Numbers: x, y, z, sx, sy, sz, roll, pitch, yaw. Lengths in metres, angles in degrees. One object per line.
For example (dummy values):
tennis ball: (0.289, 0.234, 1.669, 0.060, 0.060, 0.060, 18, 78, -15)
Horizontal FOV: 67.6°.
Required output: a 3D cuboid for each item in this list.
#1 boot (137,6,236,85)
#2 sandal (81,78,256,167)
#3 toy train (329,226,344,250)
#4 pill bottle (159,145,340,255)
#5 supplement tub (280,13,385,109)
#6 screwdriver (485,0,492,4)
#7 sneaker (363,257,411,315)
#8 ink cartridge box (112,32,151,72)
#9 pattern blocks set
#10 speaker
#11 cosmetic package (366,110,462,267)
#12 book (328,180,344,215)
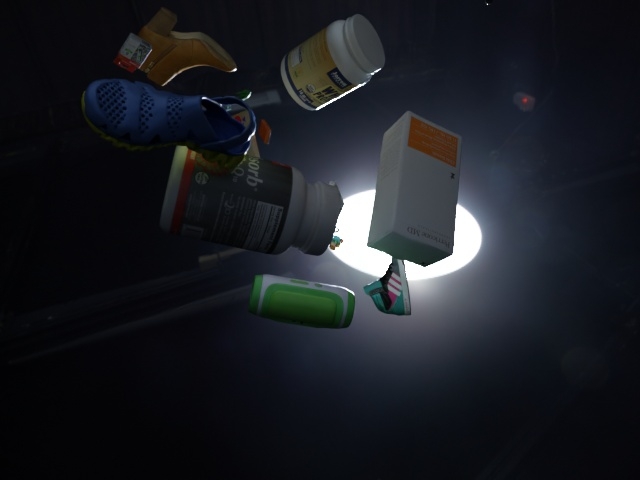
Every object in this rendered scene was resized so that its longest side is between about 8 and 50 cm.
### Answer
boot: (-0.444, -0.575, 1.534, 0.211, 0.295, 0.104, -44, -144, 26)
sandal: (-0.241, -0.218, 0.833, 0.317, 0.126, 0.138, 1, 167, -41)
toy train: (0.000, 0.000, 1.757, 0.166, 0.125, 0.046, -5, -130, 25)
pill bottle: (-0.156, -0.083, 1.073, 0.363, 0.210, 0.210, 12, -149, -17)
supplement tub: (0.043, -0.621, 1.676, 0.316, 0.228, 0.228, -18, -156, 37)
screwdriver: (0.460, -0.711, 1.283, 0.024, 0.170, 0.025, 14, -114, 19)
sneaker: (0.257, 0.159, 1.904, 0.178, 0.295, 0.124, -7, -179, 9)
ink cartridge box: (-0.534, -0.522, 1.351, 0.115, 0.063, 0.029, -38, -132, 31)
pattern blocks set: (-0.263, -0.333, 1.605, 0.285, 0.324, 0.026, 7, -167, 42)
speaker: (-0.055, 0.180, 1.401, 0.297, 0.131, 0.131, 11, -146, -9)
cosmetic package: (0.312, -0.167, 1.557, 0.230, 0.161, 0.453, 19, -115, -18)
book: (0.026, -0.094, 1.430, 0.035, 0.096, 0.144, 6, -128, 29)
